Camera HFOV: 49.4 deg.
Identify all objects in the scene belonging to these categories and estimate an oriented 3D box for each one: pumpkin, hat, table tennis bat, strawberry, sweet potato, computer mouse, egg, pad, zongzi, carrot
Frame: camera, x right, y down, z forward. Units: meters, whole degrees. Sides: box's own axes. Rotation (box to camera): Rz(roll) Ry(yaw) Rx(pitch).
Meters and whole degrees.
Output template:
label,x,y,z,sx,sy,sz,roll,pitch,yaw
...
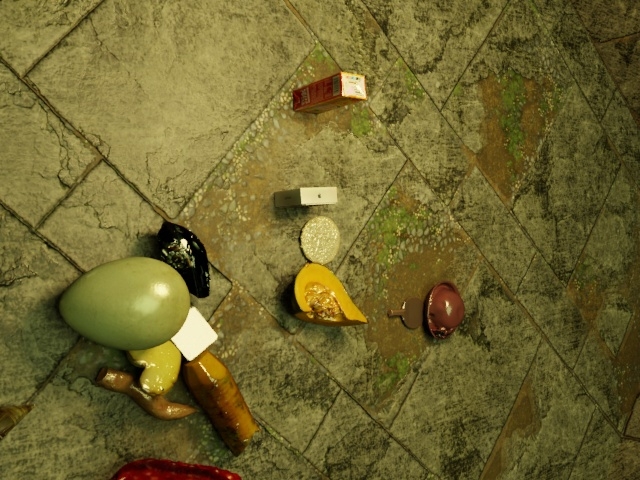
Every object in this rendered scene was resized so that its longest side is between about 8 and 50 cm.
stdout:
label,x,y,z,sx,sy,sz,roll,pitch,yaw
pumpkin,0.007,0.162,2.058,0.279,0.111,0.163,16,63,-35
hat,0.436,0.239,2.375,0.205,0.089,0.205,1,89,-46
table tennis bat,0.322,0.238,2.278,0.170,0.119,0.107,3,85,-40
strawberry,-0.356,0.667,1.664,0.345,0.295,0.317,29,86,1
sweet potato,-0.426,0.390,1.720,0.281,0.059,0.067,41,46,-31
computer mouse,-0.332,0.047,1.765,0.146,0.078,0.241,-73,145,-48
egg,-0.451,0.146,1.615,0.296,0.218,0.218,4,85,-27
pad,-0.346,0.220,1.787,0.157,0.003,0.112,52,50,-2
zongzi,-0.732,0.354,1.478,0.187,0.084,0.184,56,44,-17
carrot,-0.256,0.426,1.822,0.114,0.114,0.301,-39,112,-33

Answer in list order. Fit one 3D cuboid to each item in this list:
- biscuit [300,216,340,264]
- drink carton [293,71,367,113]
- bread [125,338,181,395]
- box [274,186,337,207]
label,x,y,z,sx,sy,sz,roll,pitch,yaw
biscuit,0.000,0.000,2.099,0.152,0.020,0.152,1,88,-37
drink carton,0.024,-0.422,2.009,0.096,0.223,0.071,-1,87,-39
bread,-0.422,0.302,1.701,0.149,0.065,0.187,34,35,-25
box,-0.043,-0.123,2.001,0.129,0.130,0.051,-4,90,-38
